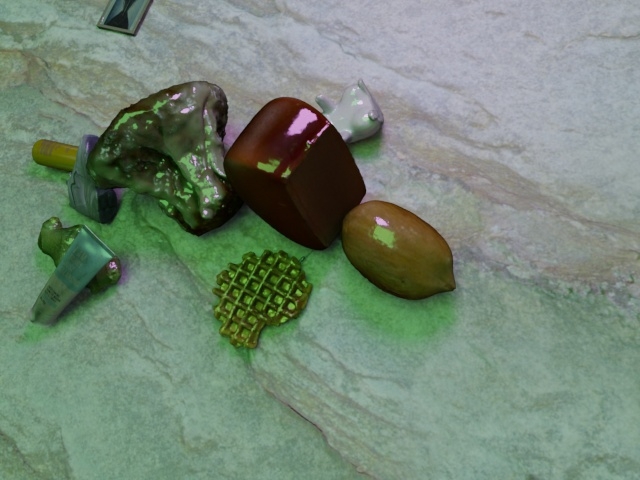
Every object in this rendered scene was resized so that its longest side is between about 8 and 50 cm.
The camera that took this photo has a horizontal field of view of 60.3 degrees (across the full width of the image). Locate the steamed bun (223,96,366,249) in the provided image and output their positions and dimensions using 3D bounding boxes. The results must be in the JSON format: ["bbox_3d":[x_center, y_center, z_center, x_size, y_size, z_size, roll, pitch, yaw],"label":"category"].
[{"bbox_3d":[-0.069,-0.152,1.275,0.248,0.379,0.235,28,77,30],"label":"steamed bun"}]

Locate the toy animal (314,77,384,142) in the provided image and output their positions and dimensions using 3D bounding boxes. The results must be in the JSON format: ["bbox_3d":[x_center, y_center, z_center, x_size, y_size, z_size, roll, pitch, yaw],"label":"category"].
[{"bbox_3d":[0.025,-0.288,1.418,0.283,0.138,0.140,-24,75,6],"label":"toy animal"}]

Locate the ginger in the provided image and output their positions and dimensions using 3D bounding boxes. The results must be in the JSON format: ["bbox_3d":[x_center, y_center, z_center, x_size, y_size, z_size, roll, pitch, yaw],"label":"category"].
[{"bbox_3d":[-0.656,0.036,1.493,0.290,0.089,0.137,39,84,20],"label":"ginger"}]

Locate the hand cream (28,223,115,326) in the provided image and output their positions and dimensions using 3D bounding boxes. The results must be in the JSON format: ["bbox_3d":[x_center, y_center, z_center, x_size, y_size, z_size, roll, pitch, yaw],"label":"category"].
[{"bbox_3d":[-0.647,0.104,1.418,0.111,0.070,0.312,44,112,3],"label":"hand cream"}]

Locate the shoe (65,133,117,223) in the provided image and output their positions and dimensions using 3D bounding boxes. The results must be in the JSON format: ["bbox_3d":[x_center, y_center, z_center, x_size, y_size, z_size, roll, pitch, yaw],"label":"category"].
[{"bbox_3d":[-0.639,-0.172,1.510,0.138,0.095,0.245,11,114,20],"label":"shoe"}]

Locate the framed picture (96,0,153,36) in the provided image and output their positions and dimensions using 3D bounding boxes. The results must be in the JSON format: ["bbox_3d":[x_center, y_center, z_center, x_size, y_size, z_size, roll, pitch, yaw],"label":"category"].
[{"bbox_3d":[-0.611,-0.752,1.759,0.150,0.015,0.203,18,78,17],"label":"framed picture"}]

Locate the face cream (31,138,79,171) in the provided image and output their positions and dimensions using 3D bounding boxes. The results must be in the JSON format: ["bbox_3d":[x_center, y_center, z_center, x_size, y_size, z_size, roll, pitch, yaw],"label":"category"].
[{"bbox_3d":[-0.694,-0.232,1.587,0.273,0.078,0.078,13,77,15],"label":"face cream"}]

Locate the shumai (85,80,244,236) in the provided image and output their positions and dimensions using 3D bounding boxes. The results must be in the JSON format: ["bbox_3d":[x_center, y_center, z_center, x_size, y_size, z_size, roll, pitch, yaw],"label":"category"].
[{"bbox_3d":[-0.343,-0.176,1.393,0.397,0.324,0.323,-37,88,-5],"label":"shumai"}]

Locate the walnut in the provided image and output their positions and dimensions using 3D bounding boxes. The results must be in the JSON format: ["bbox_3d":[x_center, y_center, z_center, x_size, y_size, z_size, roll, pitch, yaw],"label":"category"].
[{"bbox_3d":[0.178,0.030,1.261,0.298,0.203,0.203,39,85,15],"label":"walnut"}]

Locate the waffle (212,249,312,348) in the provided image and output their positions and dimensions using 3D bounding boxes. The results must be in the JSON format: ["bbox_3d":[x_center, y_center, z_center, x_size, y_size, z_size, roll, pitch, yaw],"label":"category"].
[{"bbox_3d":[-0.144,0.143,1.369,0.253,0.056,0.249,-7,72,9],"label":"waffle"}]

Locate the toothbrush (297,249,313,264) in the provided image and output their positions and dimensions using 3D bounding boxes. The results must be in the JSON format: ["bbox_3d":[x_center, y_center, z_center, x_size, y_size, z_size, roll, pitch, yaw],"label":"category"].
[{"bbox_3d":[0.000,0.000,1.401,0.167,0.014,0.011,-46,66,-4],"label":"toothbrush"}]
